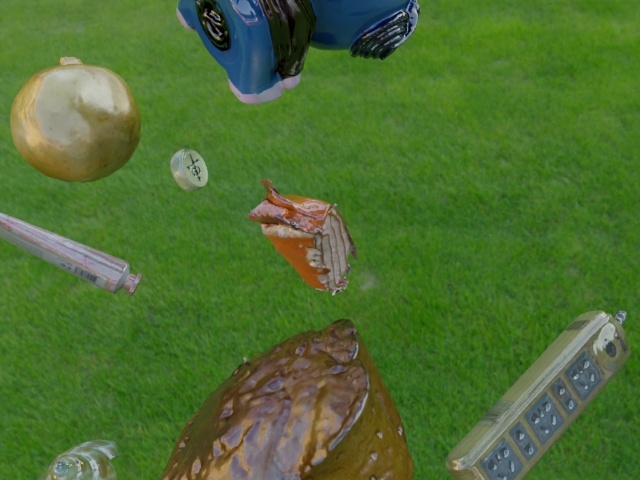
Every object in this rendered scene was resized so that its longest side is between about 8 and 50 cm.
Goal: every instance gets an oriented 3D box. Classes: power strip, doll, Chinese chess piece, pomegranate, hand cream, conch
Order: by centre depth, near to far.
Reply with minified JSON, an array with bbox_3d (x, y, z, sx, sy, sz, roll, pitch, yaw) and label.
[{"bbox_3d":[-0.322,0.012,0.812,0.210,0.067,0.043,26,63,-11],"label":"hand cream"},{"bbox_3d":[-0.014,-0.350,0.875,0.310,0.240,0.284,-33,94,-21],"label":"doll"},{"bbox_3d":[0.333,0.223,0.952,0.388,0.066,0.092,-38,98,-24],"label":"power strip"},{"bbox_3d":[-0.349,0.349,0.967,0.116,0.106,0.173,-54,13,3],"label":"conch"},{"bbox_3d":[-0.437,-0.208,1.189,0.233,0.233,0.233,-1,45,1],"label":"pomegranate"},{"bbox_3d":[-0.251,-0.135,1.274,0.034,0.084,0.084,-19,39,25],"label":"Chinese chess piece"}]

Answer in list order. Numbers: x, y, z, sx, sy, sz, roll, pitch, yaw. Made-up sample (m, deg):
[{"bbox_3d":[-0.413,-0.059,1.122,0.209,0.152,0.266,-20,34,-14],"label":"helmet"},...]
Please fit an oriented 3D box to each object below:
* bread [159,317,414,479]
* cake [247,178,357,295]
[{"bbox_3d":[-0.038,0.174,0.544,0.232,0.135,0.246,-37,13,0],"label":"bread"},{"bbox_3d":[-0.002,0.006,1.128,0.135,0.287,0.098,6,62,38],"label":"cake"}]
